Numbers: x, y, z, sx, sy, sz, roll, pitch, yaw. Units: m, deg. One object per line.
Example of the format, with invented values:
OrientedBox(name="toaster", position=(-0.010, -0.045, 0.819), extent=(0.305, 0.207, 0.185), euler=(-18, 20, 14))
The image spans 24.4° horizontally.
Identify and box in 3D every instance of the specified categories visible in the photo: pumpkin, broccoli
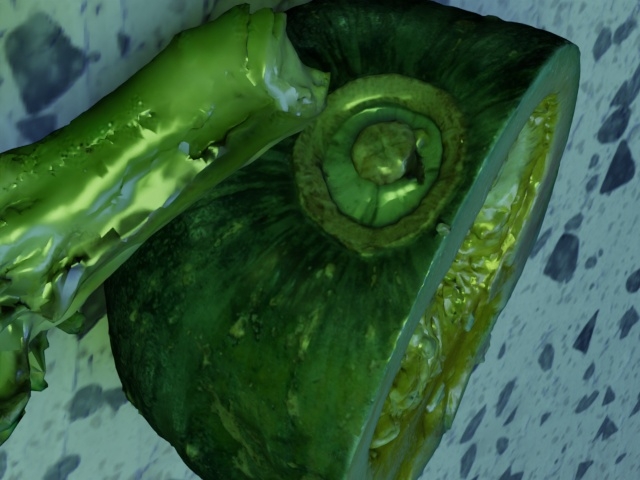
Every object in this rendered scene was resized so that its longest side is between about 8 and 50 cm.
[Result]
OrientedBox(name="pumpkin", position=(0.000, 0.000, 0.823), extent=(0.293, 0.197, 0.263), euler=(-60, 161, -9))
OrientedBox(name="broccoli", position=(-0.138, 0.002, 0.592), extent=(0.275, 0.177, 0.198), euler=(-29, -172, 30))
